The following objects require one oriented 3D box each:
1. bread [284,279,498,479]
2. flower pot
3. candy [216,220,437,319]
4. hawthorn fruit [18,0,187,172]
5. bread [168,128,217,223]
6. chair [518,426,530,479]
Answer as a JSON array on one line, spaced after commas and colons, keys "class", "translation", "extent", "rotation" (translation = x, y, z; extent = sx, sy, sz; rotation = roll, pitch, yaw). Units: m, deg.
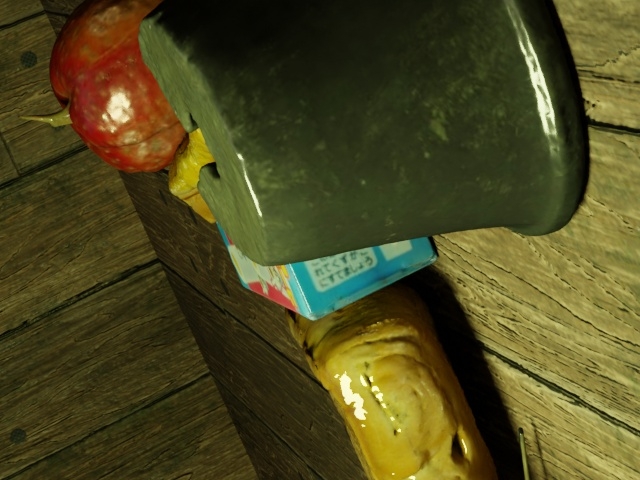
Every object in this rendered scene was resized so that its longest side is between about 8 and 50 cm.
[{"class": "bread", "translation": [0.098, 0.197, 1.866], "extent": [0.328, 0.148, 0.337], "rotation": [64, 178, -12]}, {"class": "flower pot", "translation": [0.015, -0.128, 1.345], "extent": [0.379, 0.251, 0.379], "rotation": [58, 165, 26]}, {"class": "candy", "translation": [-0.001, -0.001, 1.875], "extent": [0.100, 0.157, 0.306], "rotation": [66, 168, -10]}, {"class": "hawthorn fruit", "translation": [-0.211, -0.212, 2.108], "extent": [0.258, 0.262, 0.258], "rotation": [25, 174, 3]}, {"class": "bread", "translation": [-0.087, -0.141, 1.907], "extent": [0.109, 0.185, 0.380], "rotation": [32, 164, -3]}, {"class": "chair", "translation": [0.222, 0.310, 1.740], "extent": [0.104, 0.095, 0.221], "rotation": [44, 158, 45]}]
